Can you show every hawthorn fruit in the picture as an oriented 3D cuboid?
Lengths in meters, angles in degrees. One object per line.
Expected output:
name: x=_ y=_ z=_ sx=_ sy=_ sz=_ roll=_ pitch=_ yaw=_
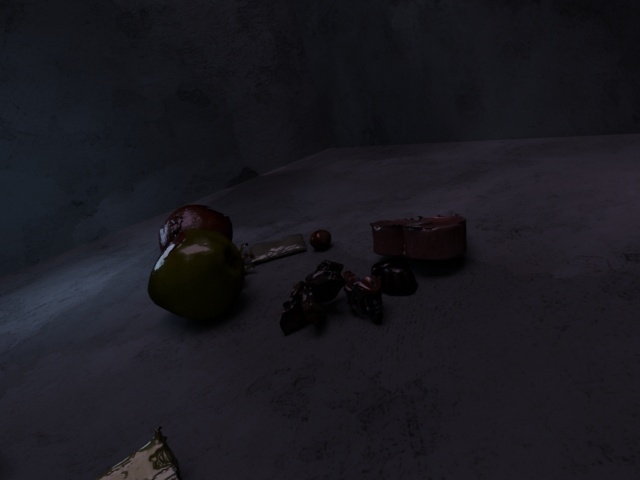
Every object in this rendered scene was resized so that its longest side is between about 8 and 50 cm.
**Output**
hawthorn fruit: x=-0.497 y=-0.011 z=1.802 sx=0.316 sy=0.315 sz=0.316 roll=-14 pitch=20 yaw=5

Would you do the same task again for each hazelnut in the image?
hazelnut: x=0.000 y=0.000 z=1.708 sx=0.086 sy=0.086 sz=0.086 roll=-14 pitch=20 yaw=5

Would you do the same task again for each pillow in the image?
pillow: x=-0.173 y=0.030 z=1.790 sx=0.230 sy=0.050 sz=0.148 roll=-17 pitch=29 yaw=1

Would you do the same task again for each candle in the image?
candle: x=0.329 y=-0.009 z=1.408 sx=0.287 sy=0.131 sz=0.317 roll=-15 pitch=13 yaw=-38

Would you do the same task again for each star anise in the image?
star anise: x=-0.026 y=0.148 z=1.223 sx=0.214 sy=0.099 sz=0.220 roll=-39 pitch=16 yaw=27

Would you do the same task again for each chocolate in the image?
chocolate: x=0.219 y=0.092 z=1.282 sx=0.125 sy=0.080 sz=0.149 roll=-28 pitch=22 yaw=-30

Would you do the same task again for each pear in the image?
pear: x=-0.405 y=0.119 z=1.426 sx=0.375 sy=0.287 sz=0.287 roll=-30 pitch=12 yaw=28

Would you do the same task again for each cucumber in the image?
cucumber: x=-0.376 y=0.462 z=0.721 sx=0.326 sy=0.105 sz=0.145 roll=-27 pitch=49 yaw=-29

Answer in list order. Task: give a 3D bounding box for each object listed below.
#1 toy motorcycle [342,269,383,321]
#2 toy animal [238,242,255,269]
toy motorcycle: x=0.112 y=0.132 z=1.200 sx=0.084 sy=0.118 sz=0.212 roll=-12 pitch=18 yaw=-17
toy animal: x=-0.307 y=0.078 z=1.698 sx=0.099 sy=0.056 sz=0.241 roll=-32 pitch=28 yaw=3
